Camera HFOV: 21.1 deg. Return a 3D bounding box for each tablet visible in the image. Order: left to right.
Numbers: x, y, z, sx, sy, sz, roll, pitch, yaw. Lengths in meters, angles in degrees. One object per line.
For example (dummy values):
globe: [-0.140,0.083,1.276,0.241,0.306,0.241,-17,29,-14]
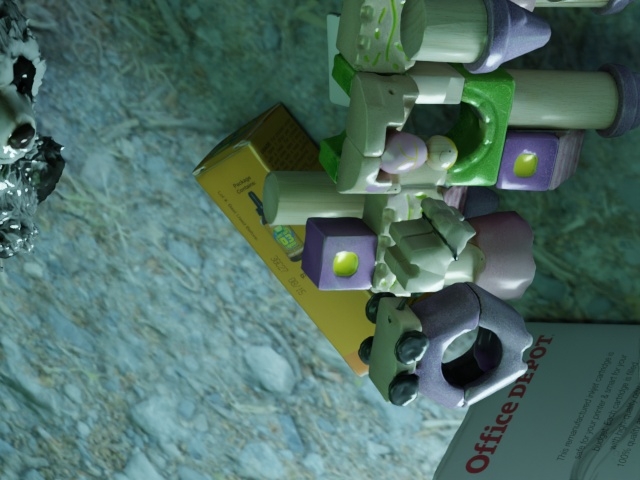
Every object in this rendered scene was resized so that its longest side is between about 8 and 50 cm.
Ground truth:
tablet: [0.031,-0.142,1.383,0.054,0.006,0.083,14,129,21]

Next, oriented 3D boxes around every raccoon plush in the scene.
raccoon plush: [-0.415,-0.139,1.484,0.447,0.216,0.299,16,134,19]

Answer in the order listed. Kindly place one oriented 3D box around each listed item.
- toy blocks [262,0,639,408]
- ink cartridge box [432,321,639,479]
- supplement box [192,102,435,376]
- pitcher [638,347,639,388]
toy blocks: [0.134,-0.076,1.192,0.260,0.309,0.288,1,115,-20]
ink cartridge box: [0.274,0.178,1.335,0.308,0.223,0.129,0,125,30]
supplement box: [0.000,0.000,1.461,0.078,0.080,0.233,-28,108,40]
pitcher: [0.338,0.054,1.232,0.178,0.207,0.125,32,174,-5]
